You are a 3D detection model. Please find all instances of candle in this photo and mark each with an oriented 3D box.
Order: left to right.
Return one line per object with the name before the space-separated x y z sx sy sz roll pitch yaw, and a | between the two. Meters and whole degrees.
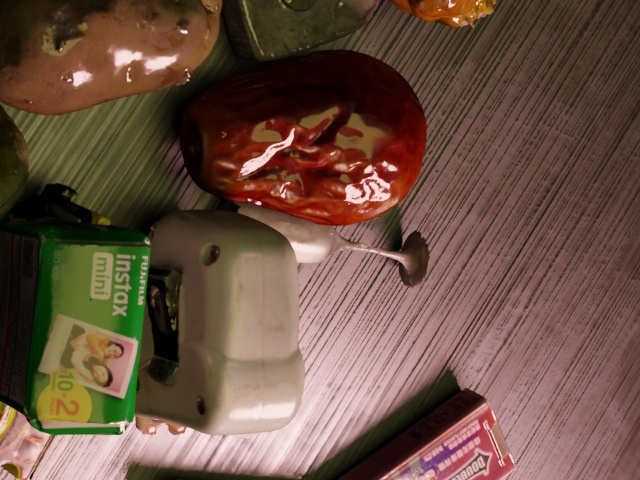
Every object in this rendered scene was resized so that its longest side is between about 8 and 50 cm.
candle | -0.040 -0.267 1.614 0.192 0.068 0.168 29 86 -27

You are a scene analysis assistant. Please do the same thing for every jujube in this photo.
jujube | -0.016 -0.108 1.603 0.255 0.190 0.190 -6 103 -22

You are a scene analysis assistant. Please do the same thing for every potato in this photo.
potato | -0.219 -0.209 1.465 0.262 0.165 0.165 -20 110 -28

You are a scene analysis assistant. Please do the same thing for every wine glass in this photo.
wine glass | 0.000 0.000 1.694 0.262 0.074 0.074 12 94 -29

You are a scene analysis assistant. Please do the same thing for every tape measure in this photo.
tape measure | -0.122 0.091 1.549 0.125 0.243 0.246 -2 91 -31

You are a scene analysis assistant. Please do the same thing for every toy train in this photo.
toy train | -0.299 0.091 1.523 0.161 0.100 0.296 33 82 -38

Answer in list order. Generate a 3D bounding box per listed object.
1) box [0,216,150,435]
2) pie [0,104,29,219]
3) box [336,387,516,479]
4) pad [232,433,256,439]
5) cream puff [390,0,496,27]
box | -0.240 0.069 1.344 0.103 0.250 0.180 5 92 -28
pie | -0.398 -0.086 1.338 0.277 0.277 0.078 -6 138 -29
box | 0.122 0.287 1.822 0.224 0.069 0.120 -35 116 -19
pad | -0.098 0.142 1.703 0.112 0.003 0.157 17 92 -31
cream puff | 0.131 -0.329 1.605 0.241 0.269 0.155 24 123 -21
